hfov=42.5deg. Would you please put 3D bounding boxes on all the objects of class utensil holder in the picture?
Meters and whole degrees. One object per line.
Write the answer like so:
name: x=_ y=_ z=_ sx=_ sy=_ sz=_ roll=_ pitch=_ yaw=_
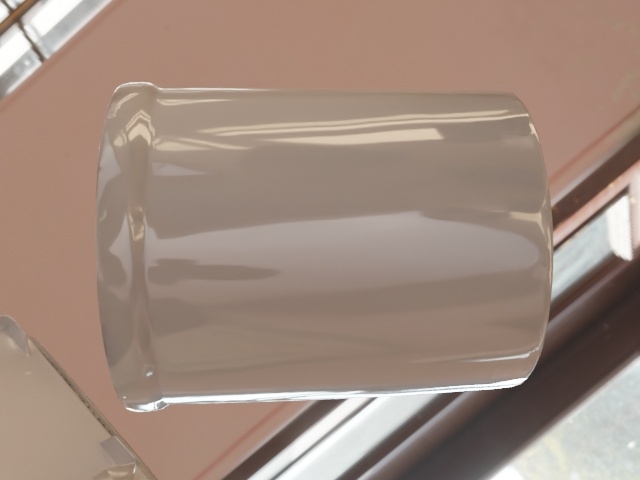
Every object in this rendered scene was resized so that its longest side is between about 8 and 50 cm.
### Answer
utensil holder: x=0.000 y=0.000 z=0.836 sx=0.327 sy=0.385 sz=0.328 roll=178 pitch=90 yaw=-87

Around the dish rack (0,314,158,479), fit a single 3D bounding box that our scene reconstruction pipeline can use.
dish rack: x=-0.276 y=0.134 z=0.576 sx=0.285 sy=0.072 sz=0.333 roll=3 pitch=-162 yaw=-43
